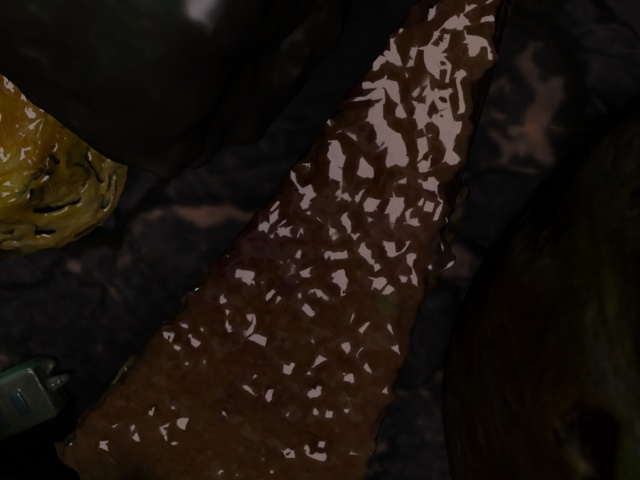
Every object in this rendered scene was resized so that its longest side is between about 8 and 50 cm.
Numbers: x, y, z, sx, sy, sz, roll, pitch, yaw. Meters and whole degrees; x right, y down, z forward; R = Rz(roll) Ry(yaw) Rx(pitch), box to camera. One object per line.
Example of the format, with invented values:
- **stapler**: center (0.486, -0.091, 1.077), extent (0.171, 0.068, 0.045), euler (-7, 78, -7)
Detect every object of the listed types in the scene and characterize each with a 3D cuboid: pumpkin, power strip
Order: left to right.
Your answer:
- **power strip**: center (-0.144, 0.074, 0.564), extent (0.083, 0.017, 0.027), euler (-25, 104, 18)
- **pumpkin**: center (0.120, 0.106, 0.447), extent (0.148, 0.169, 0.312), euler (-17, 104, 12)

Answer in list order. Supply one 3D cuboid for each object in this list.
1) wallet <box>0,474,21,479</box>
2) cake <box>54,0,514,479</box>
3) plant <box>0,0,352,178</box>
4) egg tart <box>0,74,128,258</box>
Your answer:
- **wallet**: center (-0.129, 0.151, 0.510), extent (0.241, 0.067, 0.141), euler (2, 118, 48)
- **cake**: center (0.000, 0.000, 0.461), extent (0.113, 0.116, 0.295), euler (25, 111, 0)
- **plant**: center (-0.088, -0.160, 0.379), extent (0.276, 0.199, 0.188), euler (37, 100, 5)
- **egg tart**: center (-0.128, -0.053, 0.500), extent (0.130, 0.052, 0.130), euler (3, 106, 10)
